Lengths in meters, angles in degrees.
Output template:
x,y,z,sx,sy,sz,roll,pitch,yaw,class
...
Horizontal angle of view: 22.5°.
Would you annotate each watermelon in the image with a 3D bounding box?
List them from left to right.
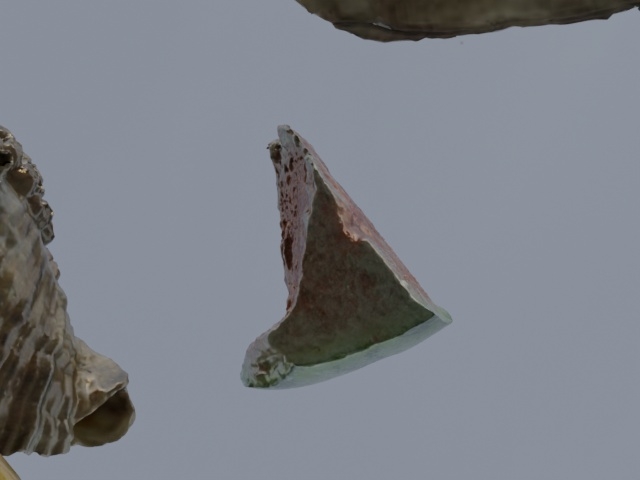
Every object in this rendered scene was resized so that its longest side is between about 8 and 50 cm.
x,y,z,sx,sy,sz,roll,pitch,yaw,class
0.022,0.011,0.927,0.121,0.098,0.158,7,-100,-2,watermelon

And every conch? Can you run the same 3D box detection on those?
x,y,z,sx,sy,sz,roll,pitch,yaw,class
-0.193,0.020,0.769,0.245,0.178,0.163,39,-50,4,conch

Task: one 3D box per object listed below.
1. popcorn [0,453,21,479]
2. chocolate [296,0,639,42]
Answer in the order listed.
x,y,z,sx,sy,sz,roll,pitch,yaw,class
-0.263,0.173,0.543,0.390,0.354,0.344,11,-117,-16,popcorn
0.104,-0.195,0.731,0.303,0.100,0.185,-2,-54,22,chocolate
